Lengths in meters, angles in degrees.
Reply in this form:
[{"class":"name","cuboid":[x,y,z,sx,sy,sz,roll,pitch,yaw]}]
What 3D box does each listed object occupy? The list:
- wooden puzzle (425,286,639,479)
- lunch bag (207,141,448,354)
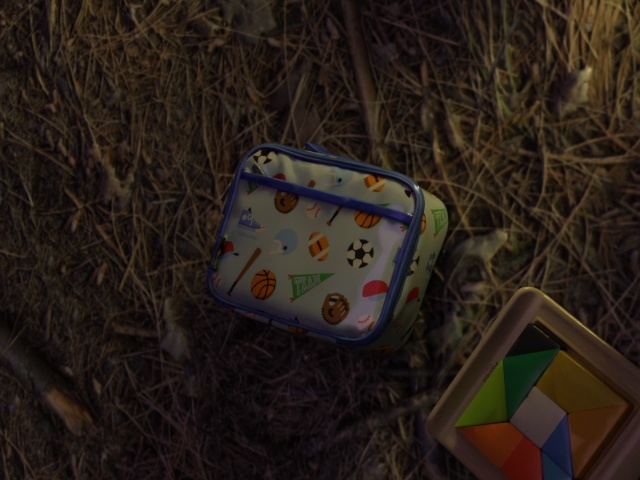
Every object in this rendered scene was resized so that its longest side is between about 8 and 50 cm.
[{"class":"wooden puzzle","cuboid":[0.257,0.202,1.415,0.238,0.044,0.221,40,102,31]},{"class":"lunch bag","cuboid":[0.000,0.000,1.575,0.303,0.115,0.243,17,88,32]}]
